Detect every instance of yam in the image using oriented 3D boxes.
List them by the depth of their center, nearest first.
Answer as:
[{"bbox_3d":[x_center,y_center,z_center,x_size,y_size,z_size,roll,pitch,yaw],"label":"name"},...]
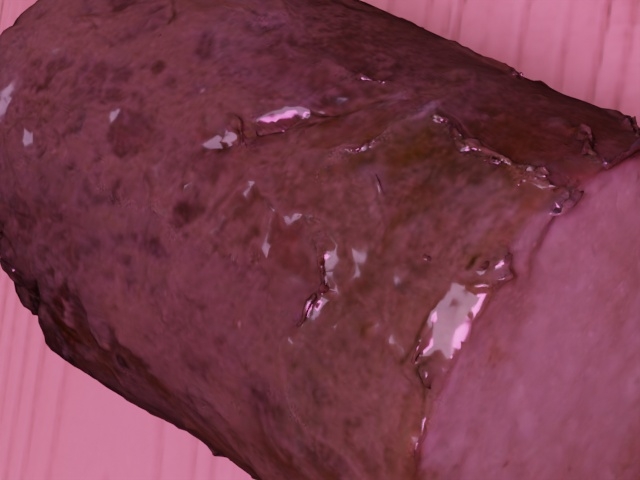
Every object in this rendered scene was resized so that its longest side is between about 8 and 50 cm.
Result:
[{"bbox_3d":[0.000,0.000,0.614,0.300,0.195,0.195,28,96,34],"label":"yam"}]
